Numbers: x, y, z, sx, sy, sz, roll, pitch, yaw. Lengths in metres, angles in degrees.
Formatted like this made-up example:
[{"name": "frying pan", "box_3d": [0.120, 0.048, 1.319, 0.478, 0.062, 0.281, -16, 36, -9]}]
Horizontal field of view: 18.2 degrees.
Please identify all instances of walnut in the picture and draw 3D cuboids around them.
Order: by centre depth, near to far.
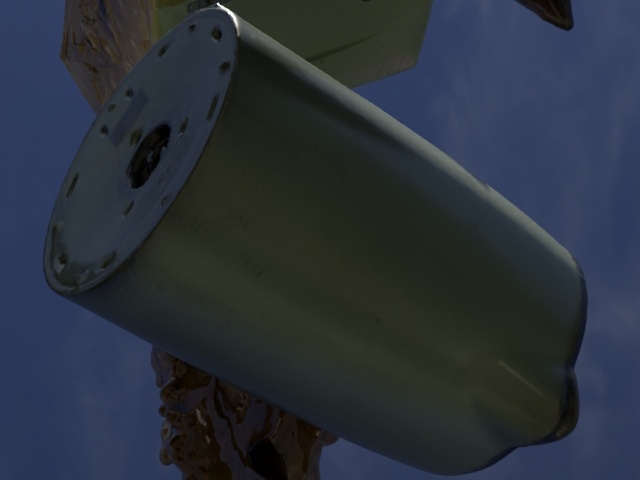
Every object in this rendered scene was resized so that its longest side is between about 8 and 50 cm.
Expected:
[{"name": "walnut", "box_3d": [-0.051, 0.093, 1.230, 0.069, 0.170, 0.143, 5, -154, 39]}]

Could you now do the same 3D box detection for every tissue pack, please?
[{"name": "tissue pack", "box_3d": [-0.044, -0.167, 1.310, 0.234, 0.159, 0.125, -19, -125, -27]}]

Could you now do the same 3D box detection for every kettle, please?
[{"name": "kettle", "box_3d": [0.000, 0.000, 1.054, 0.255, 0.240, 0.165, 28, -81, -25]}]

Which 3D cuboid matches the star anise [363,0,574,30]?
[{"name": "star anise", "box_3d": [0.032, -0.219, 0.999, 0.258, 0.198, 0.110, 9, -155, -11]}]
